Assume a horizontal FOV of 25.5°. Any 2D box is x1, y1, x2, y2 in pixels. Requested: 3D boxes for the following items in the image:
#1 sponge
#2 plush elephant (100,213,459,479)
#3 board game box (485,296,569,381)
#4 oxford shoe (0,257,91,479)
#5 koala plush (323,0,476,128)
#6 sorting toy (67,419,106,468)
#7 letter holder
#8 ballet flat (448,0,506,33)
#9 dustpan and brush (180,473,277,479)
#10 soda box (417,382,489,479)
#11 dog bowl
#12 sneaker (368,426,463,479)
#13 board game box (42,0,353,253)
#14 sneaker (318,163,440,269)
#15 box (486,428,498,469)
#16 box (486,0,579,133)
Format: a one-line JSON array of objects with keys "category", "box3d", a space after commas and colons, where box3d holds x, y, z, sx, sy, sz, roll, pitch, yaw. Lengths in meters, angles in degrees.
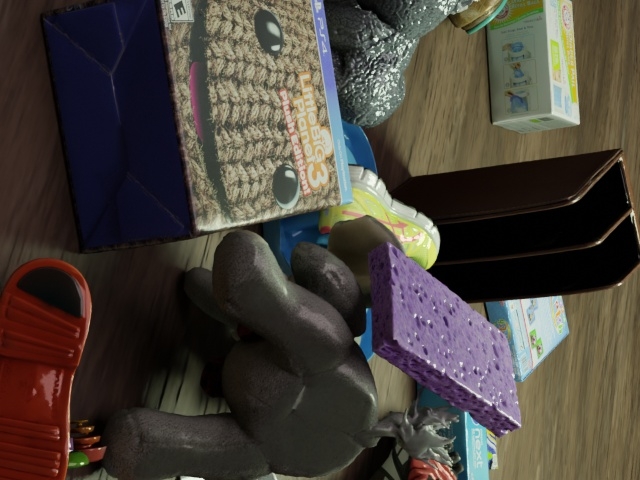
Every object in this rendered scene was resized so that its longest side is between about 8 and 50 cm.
[{"category": "sponge", "box3d": [0.119, 0.098, 1.365, 0.210, 0.031, 0.117, 36, 37, -38]}, {"category": "plush elephant", "box3d": [-0.036, 0.101, 1.419, 0.330, 0.255, 0.272, 18, 110, -23]}, {"category": "board game box", "box3d": [0.316, 0.104, 2.162, 0.211, 0.039, 0.160, -30, 110, -56]}, {"category": "oxford shoe", "box3d": [-0.254, 0.148, 1.175, 0.096, 0.098, 0.271, 20, 84, -16]}, {"category": "koala plush", "box3d": [0.076, -0.262, 1.611, 0.196, 0.221, 0.203, 11, 45, -58]}, {"category": "sorting toy", "box3d": [-0.227, 0.177, 1.244, 0.102, 0.061, 0.042, 19, 65, -81]}, {"category": "letter holder", "box3d": [0.221, 0.002, 1.775, 0.214, 0.301, 0.152, -34, 113, -55]}, {"category": "ballet flat", "box3d": [0.256, -0.430, 2.126, 0.124, 0.116, 0.342, 52, 43, -11]}, {"category": "dustpan and brush", "box3d": [-0.069, 0.331, 1.468, 0.147, 0.060, 0.211, -12, 94, -59]}, {"category": "soda box", "box3d": [0.175, 0.264, 1.870, 0.067, 0.071, 0.210, 12, 74, -58]}, {"category": "dog bowl", "box3d": [0.000, 0.000, 1.635, 0.166, 0.074, 0.297, 6, 79, -58]}, {"category": "sneaker", "box3d": [0.102, 0.302, 1.725, 0.098, 0.135, 0.276, 56, 16, -18]}, {"category": "board game box", "box3d": [-0.112, -0.126, 1.410, 0.291, 0.141, 0.232, -16, 98, -58]}, {"category": "sneaker", "box3d": [0.059, -0.004, 1.598, 0.208, 0.081, 0.094, 35, 62, -43]}, {"category": "box", "box3d": [0.202, 0.230, 1.932, 0.054, 0.059, 0.169, 10, 76, -56]}, {"category": "box", "box3d": [0.328, -0.279, 2.194, 0.114, 0.103, 0.203, 7, 78, -58]}]
